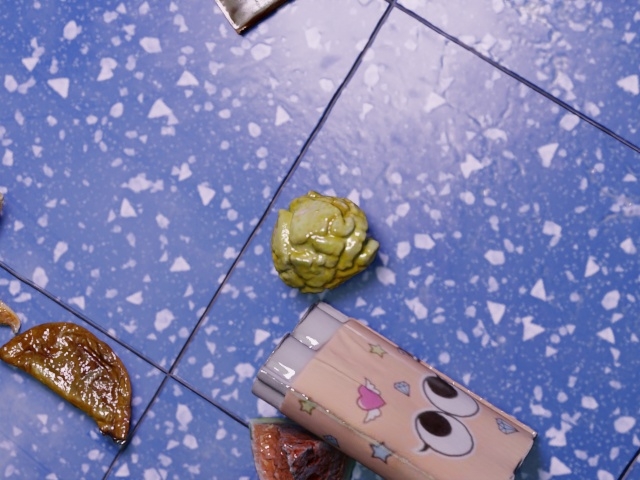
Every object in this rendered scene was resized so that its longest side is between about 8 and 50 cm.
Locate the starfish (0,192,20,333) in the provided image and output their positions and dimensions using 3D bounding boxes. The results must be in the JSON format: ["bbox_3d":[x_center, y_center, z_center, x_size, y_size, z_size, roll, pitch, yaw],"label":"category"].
[{"bbox_3d":[-0.471,-0.008,1.919,0.295,0.048,0.231,21,105,12],"label":"starfish"}]

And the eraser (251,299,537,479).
[{"bbox_3d":[0.080,0.193,1.772,0.290,0.171,0.087,31,123,8],"label":"eraser"}]

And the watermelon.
[{"bbox_3d":[-0.006,0.254,1.802,0.121,0.158,0.098,3,90,-17],"label":"watermelon"}]

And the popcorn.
[{"bbox_3d":[0.000,0.000,1.815,0.106,0.116,0.120,65,144,33],"label":"popcorn"}]

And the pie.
[{"bbox_3d":[-0.279,0.153,1.892,0.191,0.033,0.088,34,88,13],"label":"pie"}]

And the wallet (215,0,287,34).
[{"bbox_3d":[-0.046,-0.321,1.857,0.176,0.026,0.095,-34,90,9],"label":"wallet"}]
